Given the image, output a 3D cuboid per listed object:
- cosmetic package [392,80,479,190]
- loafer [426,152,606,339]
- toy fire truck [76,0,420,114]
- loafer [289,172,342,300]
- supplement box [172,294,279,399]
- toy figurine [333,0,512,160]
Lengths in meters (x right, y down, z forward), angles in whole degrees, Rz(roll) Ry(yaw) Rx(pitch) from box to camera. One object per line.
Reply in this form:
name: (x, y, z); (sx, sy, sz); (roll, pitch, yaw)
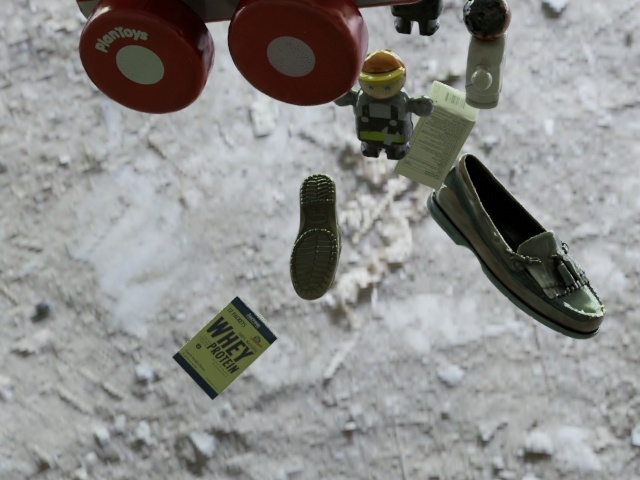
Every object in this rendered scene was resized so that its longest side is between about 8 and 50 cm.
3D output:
cosmetic package: (0.128, -0.115, 1.608); (0.060, 0.115, 0.041); (23, 46, -4)
loafer: (0.231, 0.004, 1.688); (0.096, 0.084, 0.267); (-18, 52, -44)
toy fire truck: (-0.076, -0.241, 1.048); (0.302, 0.254, 0.169); (-1, 46, 23)
loafer: (0.000, 0.000, 1.594); (0.056, 0.050, 0.148); (1, 67, 15)
supplement box: (-0.087, 0.099, 1.366); (0.083, 0.083, 0.056); (-44, 89, -1)
toy figurine: (0.079, -0.210, 1.473); (0.213, 0.148, 0.209); (-26, 53, -17)
